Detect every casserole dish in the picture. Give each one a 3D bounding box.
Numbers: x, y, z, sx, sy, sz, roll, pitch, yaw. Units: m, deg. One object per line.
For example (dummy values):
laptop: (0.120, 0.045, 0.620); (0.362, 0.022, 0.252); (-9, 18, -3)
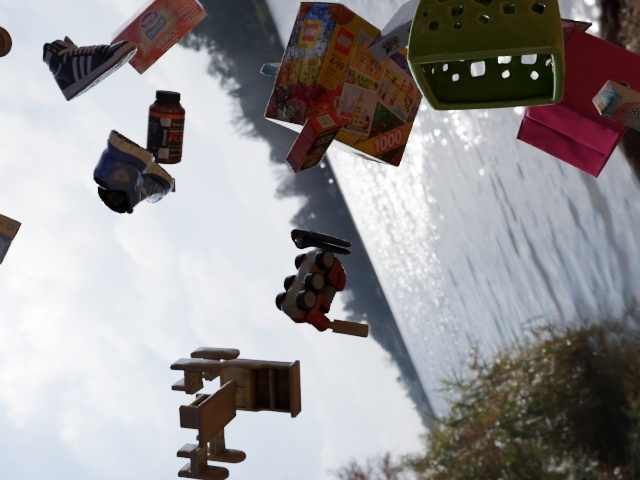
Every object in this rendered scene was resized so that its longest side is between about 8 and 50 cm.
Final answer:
casserole dish: (-0.136, -0.636, 2.593); (0.114, 0.188, 0.036); (25, 118, 36)

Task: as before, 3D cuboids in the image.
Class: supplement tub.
supplement tub: (-0.432, -0.317, 1.945); (0.106, 0.106, 0.197); (-102, 19, -71)

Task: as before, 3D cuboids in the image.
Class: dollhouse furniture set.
dollhouse furniture set: (-0.151, 0.306, 1.310); (0.242, 0.161, 0.212); (-26, -65, -70)

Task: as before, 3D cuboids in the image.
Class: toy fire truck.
toy fire truck: (0.028, 0.170, 2.010); (0.246, 0.159, 0.217); (46, -127, -31)

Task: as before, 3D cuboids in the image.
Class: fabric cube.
fabric cube: (0.736, -0.381, 1.931); (0.258, 0.254, 0.259); (32, 163, 18)

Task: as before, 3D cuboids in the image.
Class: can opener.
can opener: (0.000, 0.000, 1.939); (0.073, 0.186, 0.059); (-54, -35, -40)

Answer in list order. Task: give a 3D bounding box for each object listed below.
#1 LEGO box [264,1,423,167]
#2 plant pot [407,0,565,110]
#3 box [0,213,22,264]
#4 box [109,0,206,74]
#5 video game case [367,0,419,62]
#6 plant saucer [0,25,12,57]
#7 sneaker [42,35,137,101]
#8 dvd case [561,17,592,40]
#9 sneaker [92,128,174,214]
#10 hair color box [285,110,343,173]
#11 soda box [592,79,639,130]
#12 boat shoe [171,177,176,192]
LEGO box: (0.102, -0.486, 2.241); (0.193, 0.372, 0.500); (21, -176, 41)
plant pot: (0.270, -0.345, 1.116); (0.227, 0.229, 0.207); (27, -116, -69)
box: (-0.627, -0.032, 1.210); (0.186, 0.145, 0.038); (27, -123, -21)
box: (-0.532, -0.704, 2.280); (0.142, 0.300, 0.154); (46, -170, -29)
video game case: (0.288, -0.652, 2.011); (0.061, 0.244, 0.269); (49, -129, -19)
plant saucer: (-0.851, -0.521, 1.823); (0.015, 0.084, 0.083); (-81, -31, -75)
sneaker: (-0.622, -0.493, 1.839); (0.153, 0.282, 0.099); (59, -148, -13)
dvd case: (0.697, -0.595, 1.975); (0.087, 0.120, 0.013); (-41, 56, 58)
sneaker: (-0.436, -0.134, 1.569); (0.130, 0.147, 0.330); (33, 173, 8)
hair color box: (-0.015, -0.208, 1.478); (0.043, 0.072, 0.141); (55, 144, 14)
soda box: (0.674, -0.275, 1.480); (0.062, 0.183, 0.058); (-95, 27, -46)
boat shoe: (-0.433, -0.152, 1.901); (0.049, 0.142, 0.040); (9, -92, -40)
